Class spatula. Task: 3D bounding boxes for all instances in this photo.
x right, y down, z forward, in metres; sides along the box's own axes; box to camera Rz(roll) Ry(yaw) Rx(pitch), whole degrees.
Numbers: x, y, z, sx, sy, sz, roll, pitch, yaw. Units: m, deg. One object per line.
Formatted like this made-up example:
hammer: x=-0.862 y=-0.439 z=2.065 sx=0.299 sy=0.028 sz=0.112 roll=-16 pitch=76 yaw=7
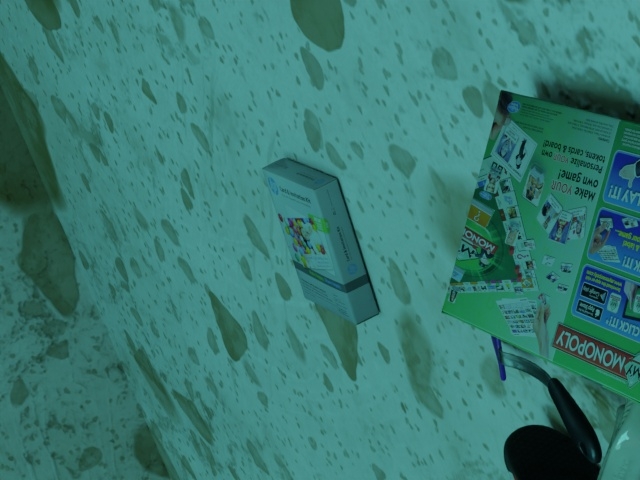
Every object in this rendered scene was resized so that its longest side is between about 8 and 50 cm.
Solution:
spatula: x=0.216 y=0.137 z=1.902 sx=0.296 sy=0.030 sz=0.084 roll=-129 pitch=24 yaw=-57

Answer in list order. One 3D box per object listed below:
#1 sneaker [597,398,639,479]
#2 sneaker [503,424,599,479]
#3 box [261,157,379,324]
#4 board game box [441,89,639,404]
sneaker: x=0.324 y=0.208 z=1.683 sx=0.148 sy=0.131 sz=0.350 roll=17 pitch=166 yaw=9
sneaker: x=0.276 y=0.325 z=1.969 sx=0.270 sy=0.090 sz=0.145 roll=47 pitch=152 yaw=32
box: x=0.000 y=0.000 z=2.336 sx=0.145 sy=0.038 sz=0.186 roll=25 pitch=136 yaw=60
board game box: x=0.224 y=-0.001 z=1.599 sx=0.317 sy=0.046 sz=0.214 roll=25 pitch=102 yaw=61
